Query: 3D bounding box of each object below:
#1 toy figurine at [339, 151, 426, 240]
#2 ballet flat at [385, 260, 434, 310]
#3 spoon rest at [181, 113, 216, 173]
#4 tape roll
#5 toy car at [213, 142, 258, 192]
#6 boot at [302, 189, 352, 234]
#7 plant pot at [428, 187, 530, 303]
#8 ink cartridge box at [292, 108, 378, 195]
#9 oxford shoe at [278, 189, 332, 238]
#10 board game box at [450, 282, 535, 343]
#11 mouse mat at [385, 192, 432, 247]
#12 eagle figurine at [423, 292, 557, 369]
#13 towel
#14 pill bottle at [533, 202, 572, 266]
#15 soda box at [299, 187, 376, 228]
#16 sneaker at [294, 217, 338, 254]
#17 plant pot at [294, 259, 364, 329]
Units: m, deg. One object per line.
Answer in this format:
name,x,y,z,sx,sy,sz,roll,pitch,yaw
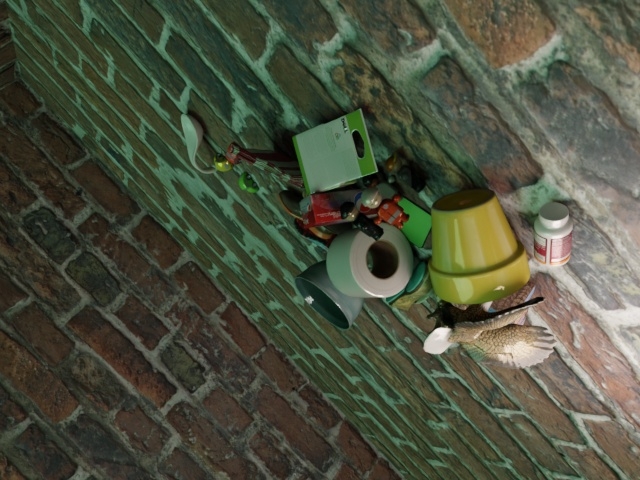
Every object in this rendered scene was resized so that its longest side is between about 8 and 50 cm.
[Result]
toy figurine,0.174,-0.125,1.542,0.148,0.209,0.213,36,156,-10
ballet flat,0.338,0.163,1.866,0.123,0.123,0.348,42,153,4
spoon rest,-0.518,-0.396,2.244,0.137,0.084,0.276,30,145,47
tape roll,0.163,0.070,1.799,0.246,0.246,0.169,50,156,-12
toy car,-0.344,-0.279,2.231,0.225,0.053,0.239,52,153,-15
boot,0.057,-0.088,1.831,0.248,0.090,0.207,41,169,-27
plant pot,0.395,0.003,1.405,0.254,0.254,0.238,7,120,51
ink cartridge box,0.060,-0.254,1.577,0.255,0.097,0.188,-14,91,37
oxford shoe,-0.044,-0.123,2.026,0.271,0.097,0.098,38,125,18
board game box,0.496,0.214,1.660,0.232,0.141,0.291,28,150,29
mouse mat,0.282,-0.062,1.715,0.153,0.007,0.189,37,152,16
eagle figurine,0.435,0.219,1.417,0.298,0.226,0.225,17,102,41
towel,-0.111,-0.247,1.800,0.329,0.237,0.037,29,110,29
pill bottle,0.559,-0.014,1.298,0.086,0.086,0.152,23,147,37
soda box,0.073,-0.103,1.656,0.083,0.263,0.092,-19,81,62
sneaker,0.000,0.000,2.098,0.262,0.104,0.125,36,155,17
plant pot,0.067,0.185,2.157,0.293,0.196,0.293,38,159,17
